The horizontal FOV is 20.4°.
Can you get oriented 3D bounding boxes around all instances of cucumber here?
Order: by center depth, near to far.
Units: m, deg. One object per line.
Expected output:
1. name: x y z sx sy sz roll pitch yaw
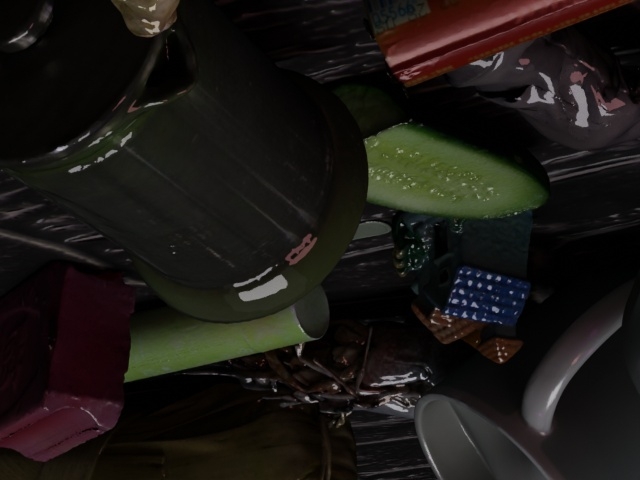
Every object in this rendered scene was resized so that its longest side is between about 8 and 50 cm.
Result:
1. cucumber: 0.093 -0.070 1.434 0.115 0.063 0.244 -28 149 35

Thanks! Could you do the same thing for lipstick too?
1. lipstick: -0.133 0.098 1.879 0.304 0.076 0.076 -13 158 30

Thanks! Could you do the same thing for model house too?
1. model house: 0.132 0.043 1.635 0.119 0.149 0.148 10 155 -28

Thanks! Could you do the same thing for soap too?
1. soap: -0.286 0.137 1.840 0.099 0.162 0.250 10 157 -29

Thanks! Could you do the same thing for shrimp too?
1. shrimp: 0.011 0.129 1.907 0.343 0.116 0.145 5 165 12

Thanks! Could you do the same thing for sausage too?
1. sausage: 0.157 -0.169 1.090 0.264 0.083 0.083 -20 157 10

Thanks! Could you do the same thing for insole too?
1. insole: 0.000 0.000 1.716 0.152 0.002 0.053 -12 158 26

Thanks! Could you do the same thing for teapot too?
1. teapot: -0.142 -0.097 1.186 0.270 0.200 0.337 24 172 29

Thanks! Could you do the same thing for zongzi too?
1. zongzi: -0.213 0.272 2.148 0.467 0.218 0.500 8 158 -27

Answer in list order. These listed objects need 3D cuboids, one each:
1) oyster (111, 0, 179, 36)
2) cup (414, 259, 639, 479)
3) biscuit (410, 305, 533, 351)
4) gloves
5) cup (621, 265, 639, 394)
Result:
1. oyster: -0.204 -0.214 0.907 0.351 0.115 0.238 32 144 -32
2. cup: 0.277 0.147 1.724 0.274 0.259 0.357 -37 152 -22
3. biscuit: 0.180 0.105 1.986 0.182 0.034 0.215 -6 158 10
4. gloves: 0.178 -0.123 1.256 0.285 0.119 0.142 6 -169 -31
5. cup: 0.392 -0.030 1.296 0.237 0.323 0.327 34 146 20
